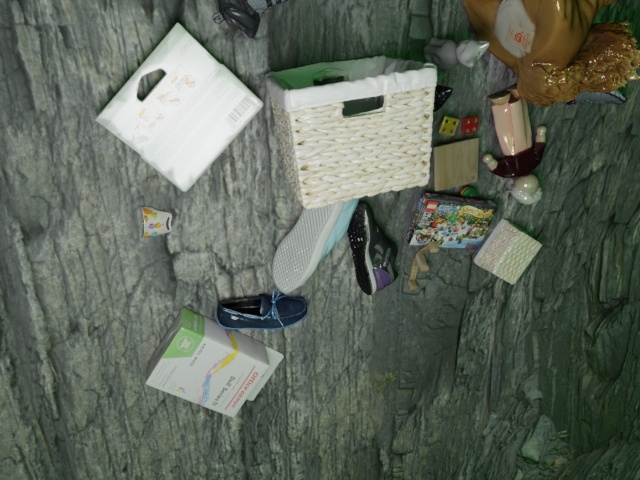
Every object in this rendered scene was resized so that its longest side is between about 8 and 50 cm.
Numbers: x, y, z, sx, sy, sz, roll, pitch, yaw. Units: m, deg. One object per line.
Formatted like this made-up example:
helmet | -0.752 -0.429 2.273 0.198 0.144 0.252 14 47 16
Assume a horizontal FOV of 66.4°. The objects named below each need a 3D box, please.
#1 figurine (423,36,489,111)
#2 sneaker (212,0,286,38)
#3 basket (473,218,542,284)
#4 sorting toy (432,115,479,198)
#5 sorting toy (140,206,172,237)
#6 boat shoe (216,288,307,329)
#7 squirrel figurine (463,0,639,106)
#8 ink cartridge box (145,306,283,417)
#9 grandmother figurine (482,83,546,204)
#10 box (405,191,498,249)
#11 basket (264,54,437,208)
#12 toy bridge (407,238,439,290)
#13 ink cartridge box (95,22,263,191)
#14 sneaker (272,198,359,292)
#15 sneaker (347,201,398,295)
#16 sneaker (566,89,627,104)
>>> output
figurine | 0.298 -0.411 1.208 0.092 0.209 0.215 36 99 -23
sneaker | -0.125 -0.551 1.112 0.268 0.101 0.153 -17 150 -34
basket | 0.580 0.037 1.512 0.113 0.103 0.167 26 102 -23
sorting toy | 0.375 -0.229 1.382 0.132 0.046 0.275 -14 121 -9
sorting toy | -0.424 -0.044 1.271 0.075 0.044 0.084 -7 114 -32
boat shoe | -0.162 0.200 1.382 0.257 0.109 0.089 -9 134 -13
squirrel figurine | 0.633 -0.551 1.221 0.370 0.281 0.397 -33 106 -16
ink cartridge box | -0.291 0.369 1.415 0.353 0.119 0.207 30 101 -22
grandmother figurine | 0.563 -0.257 1.398 0.207 0.104 0.343 -21 112 4
box | 0.384 -0.054 1.439 0.232 0.044 0.159 4 125 -15
basket | 0.063 -0.267 1.142 0.327 0.331 0.267 -12 115 -9
toy bridge | 0.304 0.065 1.467 0.026 0.063 0.188 4 132 -15
ink cartridge box | -0.330 -0.310 1.170 0.296 0.066 0.261 -46 114 6
sneaker | 0.000 0.000 1.344 0.150 0.135 0.366 1 131 -46
sneaker | 0.158 0.010 1.414 0.124 0.107 0.284 -21 119 -21
sneaker | 0.767 -0.424 1.407 0.223 0.083 0.098 20 126 -16
